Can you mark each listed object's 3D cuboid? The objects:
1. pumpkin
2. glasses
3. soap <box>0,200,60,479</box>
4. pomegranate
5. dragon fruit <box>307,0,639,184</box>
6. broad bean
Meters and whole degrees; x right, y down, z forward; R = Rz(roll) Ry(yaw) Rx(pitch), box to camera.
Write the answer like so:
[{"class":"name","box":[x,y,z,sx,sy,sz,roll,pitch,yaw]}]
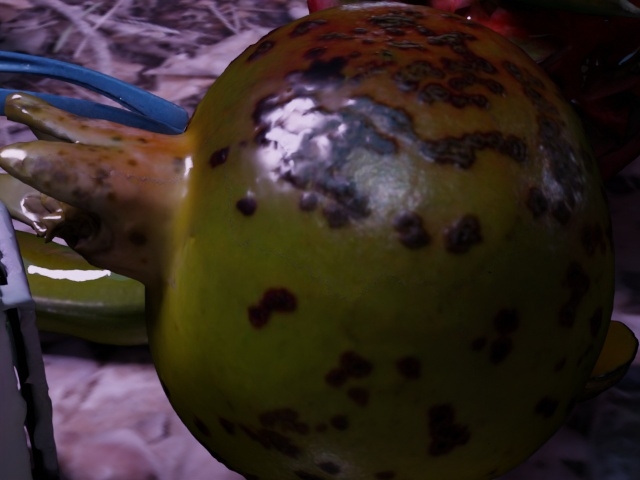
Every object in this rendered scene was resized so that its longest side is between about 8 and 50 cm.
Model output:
[{"class":"pumpkin","box":[0.100,0.054,0.748,0.083,0.028,0.050,14,38,37]},{"class":"glasses","box":[-0.170,-0.055,0.846,0.221,0.088,0.189,20,6,-17]},{"class":"soap","box":[-0.330,0.072,0.633,0.446,0.156,0.261,-10,35,-13]},{"class":"pomegranate","box":[-0.005,-0.001,0.675,0.246,0.198,0.198,15,37,14]},{"class":"dragon fruit","box":[0.100,-0.113,0.852,0.234,0.293,0.233,-3,75,14]},{"class":"broad bean","box":[-0.163,0.009,0.805,0.325,0.067,0.075,10,58,12]}]
